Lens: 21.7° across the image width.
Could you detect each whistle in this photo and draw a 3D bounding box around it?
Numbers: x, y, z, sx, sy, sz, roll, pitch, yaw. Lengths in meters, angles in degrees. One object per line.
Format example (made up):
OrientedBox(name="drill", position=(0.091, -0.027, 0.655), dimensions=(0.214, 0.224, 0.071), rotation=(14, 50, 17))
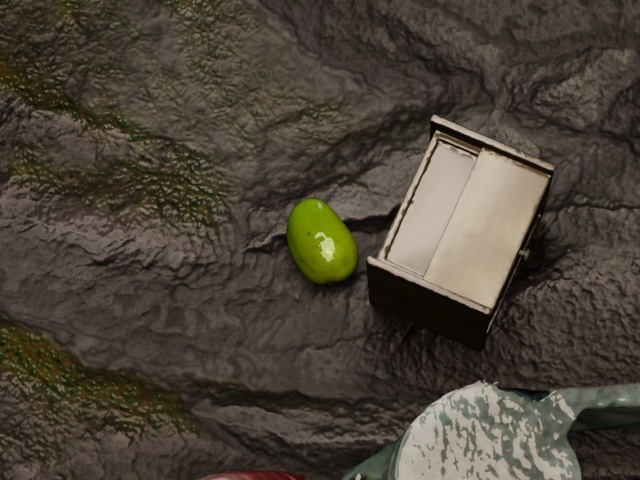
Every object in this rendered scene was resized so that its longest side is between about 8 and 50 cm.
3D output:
OrientedBox(name="whistle", position=(0.223, 0.215, 1.749), dimensions=(0.404, 0.168, 0.188), rotation=(-34, 77, -10))

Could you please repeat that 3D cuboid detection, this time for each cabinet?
OrientedBox(name="cabinet", position=(0.150, -0.001, 1.779), dimensions=(0.148, 0.215, 0.175), rotation=(23, 78, 9))

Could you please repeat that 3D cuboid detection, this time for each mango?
OrientedBox(name="mango", position=(0.000, 0.000, 1.873), dimensions=(0.073, 0.056, 0.108), rotation=(-17, 63, -5))

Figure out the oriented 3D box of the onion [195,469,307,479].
OrientedBox(name="onion", position=(-0.099, 0.392, 1.694), dimensions=(0.347, 0.285, 0.348), rotation=(-6, 103, -26))
